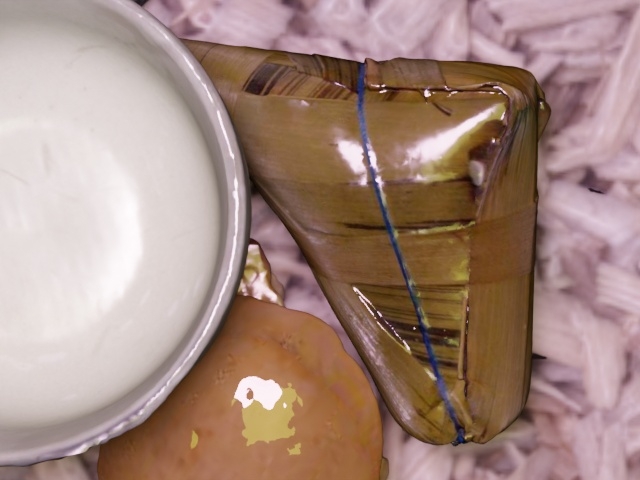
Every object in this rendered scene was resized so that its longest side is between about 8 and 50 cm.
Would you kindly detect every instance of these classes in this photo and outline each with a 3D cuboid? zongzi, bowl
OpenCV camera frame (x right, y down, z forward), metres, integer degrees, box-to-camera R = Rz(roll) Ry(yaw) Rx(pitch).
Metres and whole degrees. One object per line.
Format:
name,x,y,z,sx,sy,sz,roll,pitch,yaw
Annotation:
zongzi,0.000,0.000,1.260,0.289,0.123,0.260,4,102,12
bowl,-0.191,-0.014,1.207,0.307,0.163,0.307,0,88,4

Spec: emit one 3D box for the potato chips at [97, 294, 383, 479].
potato chips,-0.060,0.142,1.235,0.208,0.062,0.195,-32,87,11

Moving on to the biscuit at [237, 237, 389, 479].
biscuit,-0.037,0.115,1.292,0.176,0.031,0.228,9,91,-3

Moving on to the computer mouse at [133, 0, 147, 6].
computer mouse,-0.199,-0.204,1.260,0.229,0.068,0.113,-3,110,-13
